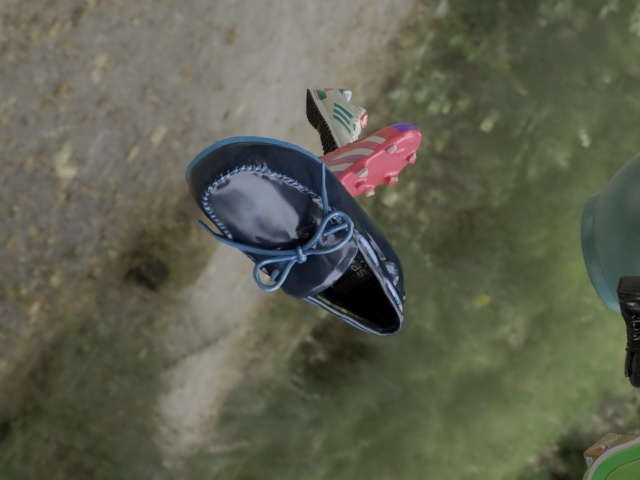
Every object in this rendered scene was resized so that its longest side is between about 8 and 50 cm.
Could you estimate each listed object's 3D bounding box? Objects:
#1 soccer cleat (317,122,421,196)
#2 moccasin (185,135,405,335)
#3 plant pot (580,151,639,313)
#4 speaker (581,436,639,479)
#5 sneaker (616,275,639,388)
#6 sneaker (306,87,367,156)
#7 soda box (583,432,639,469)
[{"bbox_3d":[0.019,-0.085,1.877,0.248,0.095,0.083,-39,149,26],"label":"soccer cleat"},{"bbox_3d":[0.000,0.000,1.541,0.137,0.117,0.342,-38,140,21],"label":"moccasin"},{"bbox_3d":[0.472,-0.002,1.977,0.196,0.293,0.293,-13,-158,36],"label":"plant pot"},{"bbox_3d":[0.410,0.261,1.617,0.131,0.131,0.296,-53,-173,-31],"label":"speaker"},{"bbox_3d":[0.287,0.087,1.273,0.170,0.051,0.089,30,66,-64],"label":"sneaker"},{"bbox_3d":[0.034,-0.151,1.974,0.075,0.161,0.057,-10,136,-14],"label":"sneaker"},{"bbox_3d":[0.390,0.335,1.846,0.061,0.181,0.058,-28,-163,-39],"label":"soda box"}]
